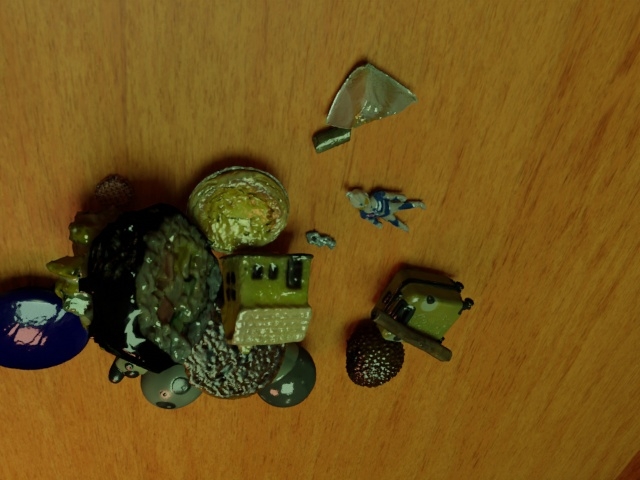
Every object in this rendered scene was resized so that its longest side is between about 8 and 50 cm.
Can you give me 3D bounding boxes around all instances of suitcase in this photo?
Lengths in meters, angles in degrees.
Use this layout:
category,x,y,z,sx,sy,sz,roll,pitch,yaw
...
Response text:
category,x,y,z,sx,sy,sz,roll,pitch,yaw
suitcase,0.273,0.181,1.745,0.235,0.143,0.193,12,126,-28

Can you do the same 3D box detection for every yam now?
category,x,y,z,sx,sy,sz,roll,pitch,yaw
yam,0.245,0.256,1.673,0.327,0.045,0.045,33,95,-37
yam,0.028,-0.224,1.374,0.094,0.043,0.043,-20,133,0

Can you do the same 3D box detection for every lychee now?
category,x,y,z,sx,sy,sz,roll,pitch,yaw
lychee,0.157,0.337,1.826,0.188,0.188,0.188,-9,132,-10

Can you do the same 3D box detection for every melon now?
category,x,y,z,sx,sy,sz,roll,pitch,yaw
melon,0.107,-0.300,1.303,0.203,0.093,0.139,-17,126,-9

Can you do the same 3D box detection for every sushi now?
category,x,y,z,sx,sy,sz,roll,pitch,yaw
sushi,-0.398,0.095,1.306,0.286,0.328,0.328,2,154,17

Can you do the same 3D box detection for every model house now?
category,x,y,z,sx,sy,sz,roll,pitch,yaw
model house,-0.133,0.143,1.486,0.194,0.175,0.234,2,90,-29

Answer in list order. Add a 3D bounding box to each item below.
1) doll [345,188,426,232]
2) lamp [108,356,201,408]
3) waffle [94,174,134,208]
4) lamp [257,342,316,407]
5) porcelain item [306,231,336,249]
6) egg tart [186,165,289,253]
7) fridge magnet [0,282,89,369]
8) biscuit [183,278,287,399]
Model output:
category,x,y,z,sx,sy,sz,roll,pitch,yaw
doll,0.147,-0.077,1.536,0.227,0.057,0.114,16,128,-31
lamp,-0.408,0.335,1.640,0.244,0.197,0.197,28,118,-25
waffle,-0.440,-0.100,1.339,0.075,0.029,0.083,26,121,-31
lamp,-0.122,0.316,1.747,0.182,0.182,0.313,-19,107,-2
porcelain item,0.000,0.000,1.574,0.083,0.028,0.036,20,105,-30
egg tart,-0.183,-0.074,1.403,0.234,0.094,0.234,-7,132,-8
fridge magnet,-0.677,0.206,1.476,0.266,0.112,0.265,-9,132,-10
biscuit,-0.215,0.235,1.595,0.289,0.081,0.334,26,84,-24
